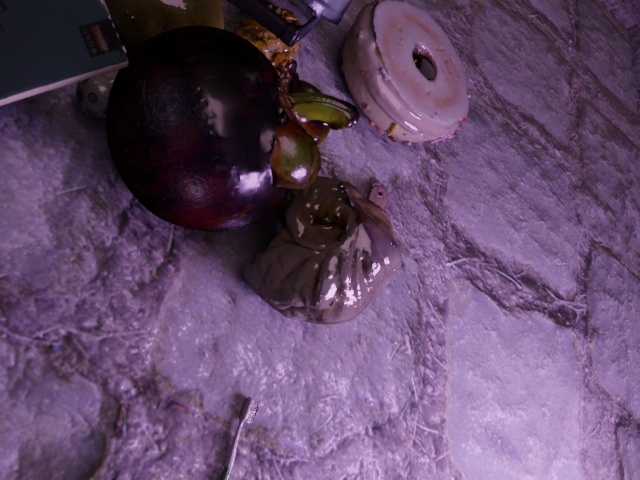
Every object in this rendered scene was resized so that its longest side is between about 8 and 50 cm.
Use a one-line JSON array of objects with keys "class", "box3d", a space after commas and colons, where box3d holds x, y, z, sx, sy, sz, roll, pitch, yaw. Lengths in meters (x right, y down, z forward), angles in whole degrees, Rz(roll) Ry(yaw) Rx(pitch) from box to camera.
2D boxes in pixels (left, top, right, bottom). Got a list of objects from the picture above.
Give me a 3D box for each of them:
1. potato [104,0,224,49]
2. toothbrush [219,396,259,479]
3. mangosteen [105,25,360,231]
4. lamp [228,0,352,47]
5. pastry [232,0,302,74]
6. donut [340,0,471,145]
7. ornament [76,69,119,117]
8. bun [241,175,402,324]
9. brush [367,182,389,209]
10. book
[{"class": "potato", "box3d": [-0.272, -0.449, 0.861, 0.210, 0.173, 0.307, 11, 64, -32]}, {"class": "toothbrush", "box3d": [-0.146, 0.362, 0.739, 0.024, 0.018, 0.257, 39, 53, -27]}, {"class": "mangosteen", "box3d": [-0.137, -0.167, 0.736, 0.306, 0.360, 0.306, 24, 63, -60]}, {"class": "lamp", "box3d": [0.008, -0.575, 0.951, 0.205, 0.272, 0.374, 35, 41, -1]}, {"class": "pastry", "box3d": [-0.118, -0.375, 0.992, 0.154, 0.102, 0.250, 38, 52, -21]}, {"class": "donut", "box3d": [0.210, -0.409, 1.226, 0.383, 0.142, 0.382, 14, 66, -33]}, {"class": "ornament", "box3d": [-0.318, -0.246, 0.808, 0.156, 0.081, 0.074, -24, 83, -45]}, {"class": "bun", "box3d": [0.014, 0.008, 0.847, 0.282, 0.205, 0.281, 5, 66, -11]}, {"class": "brush", "box3d": [0.101, -0.019, 1.047, 0.072, 0.067, 0.313, 40, 51, -17]}, {"class": "book", "box3d": [-0.460, -0.281, 0.593, 0.379, 0.031, 0.264, -22, 97, -7]}]
